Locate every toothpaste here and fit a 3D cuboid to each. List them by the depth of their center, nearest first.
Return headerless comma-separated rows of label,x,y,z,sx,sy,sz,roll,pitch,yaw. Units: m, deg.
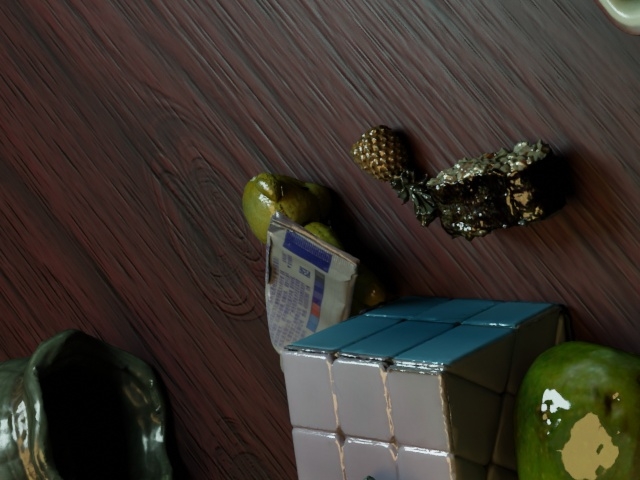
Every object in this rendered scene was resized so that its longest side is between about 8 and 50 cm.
toothpaste,-0.018,0.071,2.006,0.282,0.099,0.068,99,176,-56

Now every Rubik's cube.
Rubik's cube,0.119,0.192,1.870,0.224,0.231,0.221,2,105,41

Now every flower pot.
flower pot,-0.321,0.274,2.276,0.213,0.302,0.302,-27,85,32

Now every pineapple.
pineapple,0.086,-0.064,1.935,0.124,0.058,0.058,54,132,14

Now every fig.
fig,0.274,0.239,1.727,0.206,0.206,0.275,9,86,40

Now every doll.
doll,0.000,0.000,2.029,0.209,0.097,0.137,46,163,1

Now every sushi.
sushi,0.179,-0.052,1.831,0.150,0.090,0.078,-11,105,49

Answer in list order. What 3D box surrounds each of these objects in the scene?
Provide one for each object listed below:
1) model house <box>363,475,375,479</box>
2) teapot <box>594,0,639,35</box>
model house,0.055,0.299,1.761,0.100,0.088,0.101,37,97,-1
teapot,0.298,-0.317,1.560,0.312,0.233,0.315,51,147,29
